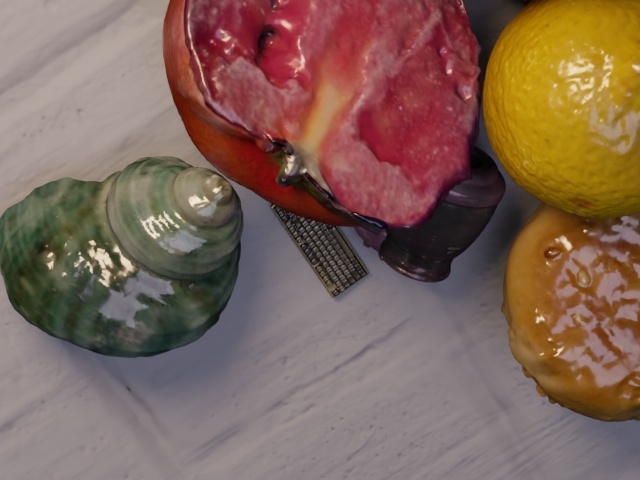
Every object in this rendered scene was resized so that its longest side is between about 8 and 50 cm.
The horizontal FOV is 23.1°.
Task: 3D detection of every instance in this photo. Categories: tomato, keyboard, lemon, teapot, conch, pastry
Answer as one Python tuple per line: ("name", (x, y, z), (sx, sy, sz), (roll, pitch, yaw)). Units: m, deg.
("tomato", (-0.001, -0.159, 1.506), (0.335, 0.176, 0.289), (35, 67, -15))
("keyboard", (0.000, 0.000, 1.655), (0.049, 0.015, 0.129), (-32, 113, 3))
("lemon", (0.264, -0.133, 1.463), (0.228, 0.253, 0.228), (0, 103, 0))
("teapot", (0.103, -0.030, 1.613), (0.148, 0.116, 0.146), (10, 119, -19))
("conch", (-0.179, 0.008, 1.549), (0.277, 0.195, 0.220), (-27, 111, 36))
("pastry", (0.341, 0.054, 1.648), (0.316, 0.184, 0.284), (-6, 92, -4))

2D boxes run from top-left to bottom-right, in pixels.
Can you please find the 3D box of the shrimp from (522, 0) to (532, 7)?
("shrimp", (0.334, -0.328, 1.566), (0.317, 0.077, 0.168), (-39, 123, 10))
